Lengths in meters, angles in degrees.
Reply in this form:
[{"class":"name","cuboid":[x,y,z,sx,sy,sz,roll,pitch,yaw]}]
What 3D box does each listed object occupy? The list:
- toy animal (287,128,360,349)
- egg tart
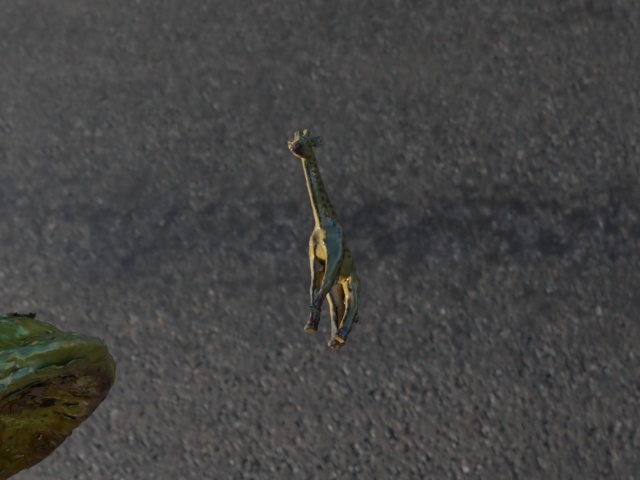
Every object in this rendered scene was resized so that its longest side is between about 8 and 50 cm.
[{"class":"toy animal","cuboid":[0.004,0.000,1.519,0.054,0.149,0.276,-6,83,26]},{"class":"egg tart","cuboid":[-0.370,0.179,1.347,0.290,0.290,0.115,-36,69,-8]}]
